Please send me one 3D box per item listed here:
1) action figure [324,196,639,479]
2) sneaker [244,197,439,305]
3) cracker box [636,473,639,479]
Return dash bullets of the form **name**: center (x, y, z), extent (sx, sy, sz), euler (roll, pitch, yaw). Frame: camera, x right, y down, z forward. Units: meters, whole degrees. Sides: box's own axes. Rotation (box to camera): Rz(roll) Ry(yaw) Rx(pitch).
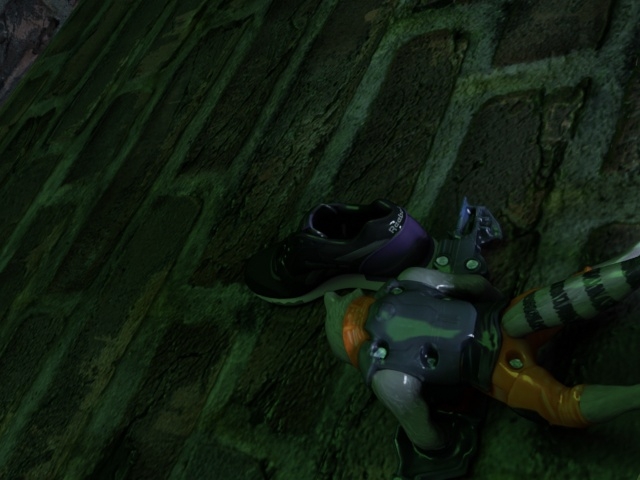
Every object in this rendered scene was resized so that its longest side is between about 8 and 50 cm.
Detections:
- **action figure**: center (0.155, 0.055, 0.743), extent (0.330, 0.178, 0.341), euler (-8, 51, 25)
- **sneaker**: center (0.000, 0.000, 0.966), extent (0.283, 0.124, 0.107), euler (-11, 48, 36)
- **cracker box**: center (0.300, 0.143, 0.537), extent (0.067, 0.156, 0.232), euler (16, 66, 49)
